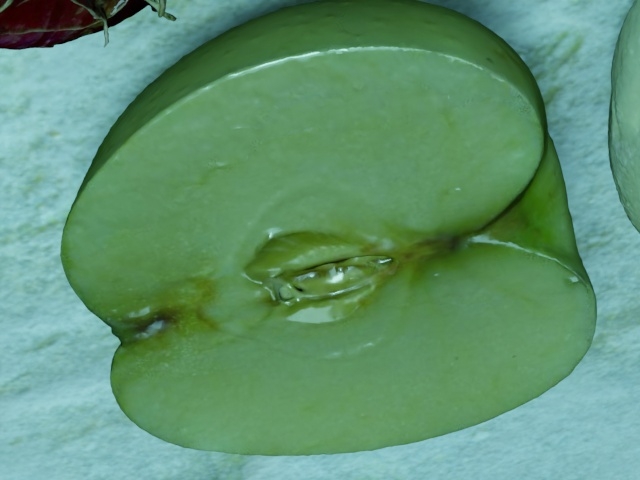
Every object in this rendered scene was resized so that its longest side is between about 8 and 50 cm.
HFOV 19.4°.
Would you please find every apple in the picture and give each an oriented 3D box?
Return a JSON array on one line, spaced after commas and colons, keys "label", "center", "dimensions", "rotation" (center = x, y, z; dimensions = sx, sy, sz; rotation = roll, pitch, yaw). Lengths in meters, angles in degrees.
[{"label": "apple", "center": [0.000, 0.000, 1.347], "dimensions": [0.360, 0.320, 0.311], "rotation": [-14, 175, 10]}]

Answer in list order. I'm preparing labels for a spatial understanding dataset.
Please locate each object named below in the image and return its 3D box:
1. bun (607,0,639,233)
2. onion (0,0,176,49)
[{"label": "bun", "center": [0.389, -0.081, 1.388], "dimensions": [0.365, 0.219, 0.365], "rotation": [-7, 138, -6]}, {"label": "onion", "center": [-0.172, -0.259, 1.012], "dimensions": [0.314, 0.232, 0.314], "rotation": [-26, 134, -31]}]
